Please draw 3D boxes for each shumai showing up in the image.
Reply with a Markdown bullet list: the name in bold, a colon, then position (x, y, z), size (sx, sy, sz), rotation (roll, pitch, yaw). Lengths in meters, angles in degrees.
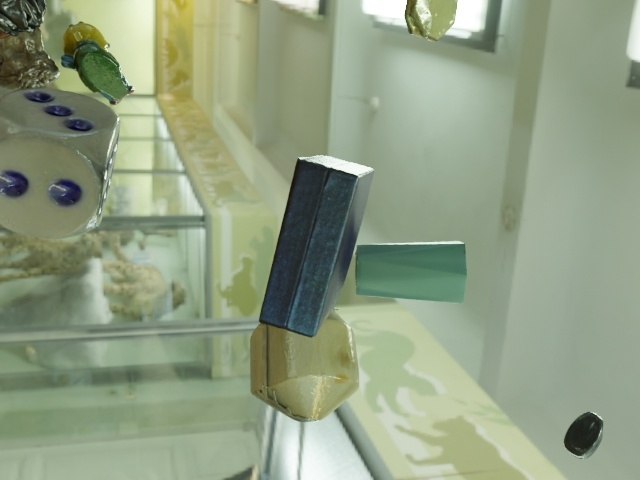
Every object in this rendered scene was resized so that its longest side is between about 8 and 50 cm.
- **shumai**: position (-0.739, -0.466, 1.917), size (0.206, 0.166, 0.175), rotation (15, -58, 35)

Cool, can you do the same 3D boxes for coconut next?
- **coconut**: position (-0.046, 0.332, 2.074), size (0.323, 0.323, 0.322), rotation (179, -90, -75)

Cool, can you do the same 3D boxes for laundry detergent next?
- **laundry detergent**: position (0.554, 0.410, 1.639), size (0.096, 0.061, 0.206), rotation (-60, 154, -4)

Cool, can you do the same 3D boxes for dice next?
- **dice**: position (-0.578, -0.171, 1.692), size (0.259, 0.252, 0.243), rotation (-102, -157, -61)

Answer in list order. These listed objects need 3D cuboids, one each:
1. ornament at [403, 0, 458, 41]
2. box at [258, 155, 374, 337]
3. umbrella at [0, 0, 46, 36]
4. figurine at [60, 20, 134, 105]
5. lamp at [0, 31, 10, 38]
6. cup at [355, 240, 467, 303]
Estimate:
- **ornament**: position (0.203, -0.472, 1.379), size (0.059, 0.180, 0.201), rotation (27, -24, 42)
- **box**: position (0.000, 0.000, 1.373), size (0.261, 0.116, 0.278), rotation (-44, 151, -78)
- **umbrella**: position (-0.653, -0.442, 1.365), size (0.118, 0.340, 0.118), rotation (-15, -109, 51)
- **figurine**: position (-0.564, -0.450, 1.974), size (0.127, 0.185, 0.234), rotation (-48, -141, -1)
- **lamp**: position (-0.716, -0.526, 1.648), size (0.196, 0.223, 0.223), rotation (-50, -140, 37)
- **cup**: position (0.192, 0.069, 1.705), size (0.148, 0.236, 0.134), rotation (-165, -106, -89)
